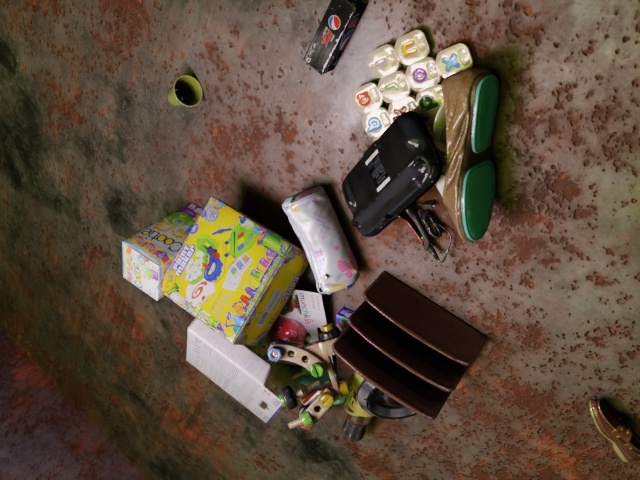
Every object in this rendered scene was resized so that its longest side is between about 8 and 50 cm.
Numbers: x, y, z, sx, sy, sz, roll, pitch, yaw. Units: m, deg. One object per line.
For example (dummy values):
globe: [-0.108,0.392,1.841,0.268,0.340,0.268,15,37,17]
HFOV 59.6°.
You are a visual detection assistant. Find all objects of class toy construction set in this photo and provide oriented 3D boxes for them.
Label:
toy construction set: [0.017,0.361,1.534,0.309,0.237,0.257,61,-176,-66]

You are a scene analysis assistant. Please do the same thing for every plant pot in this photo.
plant pot: [-0.372,-0.393,1.499,0.079,0.083,0.083,-1,116,52]

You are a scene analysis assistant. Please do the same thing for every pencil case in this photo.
pencil case: [0.000,0.000,1.423,0.113,0.124,0.273,11,125,65]

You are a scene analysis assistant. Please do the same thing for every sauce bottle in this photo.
sauce bottle: [0.128,0.459,1.617,0.111,0.111,0.344,28,128,21]

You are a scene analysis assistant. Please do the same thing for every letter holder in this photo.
letter holder: [0.207,0.255,1.360,0.302,0.214,0.152,33,132,17]

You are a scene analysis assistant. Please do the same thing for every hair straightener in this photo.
hair straightener: [0.226,-0.052,1.271,0.089,0.047,0.230,-33,89,43]

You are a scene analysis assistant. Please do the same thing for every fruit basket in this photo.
fruit basket: [-0.146,0.266,1.662,0.353,0.165,0.327,10,130,23]

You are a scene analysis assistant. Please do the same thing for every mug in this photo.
mug: [0.000,0.463,1.724,0.129,0.097,0.158,53,134,-2]

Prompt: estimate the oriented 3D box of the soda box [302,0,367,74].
soda box: [0.030,-0.438,1.179,0.060,0.053,0.169,42,134,8]

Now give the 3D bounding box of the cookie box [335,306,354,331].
cookie box: [0.090,0.254,1.568,0.092,0.040,0.107,20,128,26]

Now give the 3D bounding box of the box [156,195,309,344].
box: [-0.227,0.084,1.501,0.279,0.177,0.290,32,90,21]

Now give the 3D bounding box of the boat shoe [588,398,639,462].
boat shoe: [0.656,0.414,1.232,0.060,0.064,0.178,-31,102,39]

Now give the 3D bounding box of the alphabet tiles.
alphabet tiles: [0.207,-0.281,1.165,0.278,0.021,0.284,-15,107,39]

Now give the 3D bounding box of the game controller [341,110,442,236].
game controller: [0.144,-0.135,1.214,0.319,0.067,0.166,-45,52,54]

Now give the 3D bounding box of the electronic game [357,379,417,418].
electronic game: [0.211,0.404,1.492,0.229,0.048,0.229,-4,130,-4]

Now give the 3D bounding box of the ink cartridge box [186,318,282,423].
ink cartridge box: [-0.243,0.379,1.614,0.330,0.071,0.324,35,150,5]

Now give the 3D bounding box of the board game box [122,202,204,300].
board game box: [-0.430,0.027,1.655,0.142,0.275,0.144,30,131,19]

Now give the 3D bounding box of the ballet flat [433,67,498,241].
ballet flat: [0.277,-0.168,1.109,0.124,0.116,0.342,24,129,46]
